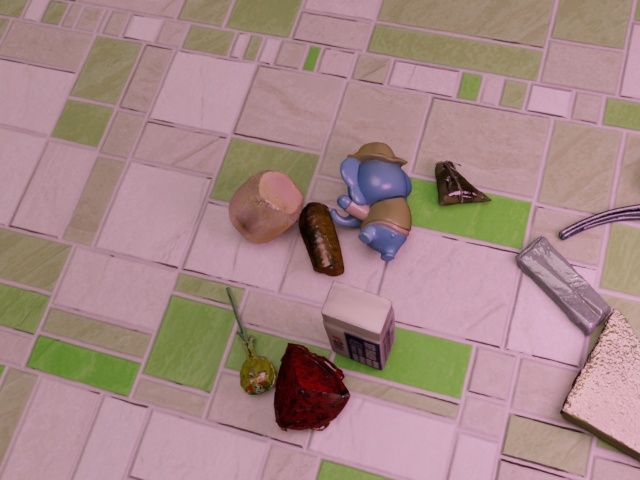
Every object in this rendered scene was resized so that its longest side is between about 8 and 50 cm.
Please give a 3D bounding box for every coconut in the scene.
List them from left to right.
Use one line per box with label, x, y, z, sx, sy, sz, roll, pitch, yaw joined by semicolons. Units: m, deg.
coconut;-0.127;-0.074;1.811;0.147;0.152;0.147;17;57;-29

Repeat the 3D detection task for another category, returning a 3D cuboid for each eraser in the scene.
eraser;0.079;0.175;1.602;0.124;0.279;0.081;20;71;14

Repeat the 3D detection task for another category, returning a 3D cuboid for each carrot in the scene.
carrot;0.000;0.000;1.795;0.082;0.082;0.173;-13;67;2

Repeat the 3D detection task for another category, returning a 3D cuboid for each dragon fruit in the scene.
dragon fruit;-0.030;0.308;1.680;0.127;0.120;0.161;-55;34;27

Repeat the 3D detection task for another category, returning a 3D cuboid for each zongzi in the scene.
zongzi;0.321;-0.133;1.825;0.119;0.055;0.109;-3;65;-6

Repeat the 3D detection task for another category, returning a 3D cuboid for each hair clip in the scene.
hair clip;0.655;-0.045;1.750;0.275;0.048;0.083;-10;65;9

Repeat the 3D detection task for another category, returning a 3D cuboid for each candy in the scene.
candy;-0.163;0.213;1.745;0.077;0.073;0.262;-12;58;-18

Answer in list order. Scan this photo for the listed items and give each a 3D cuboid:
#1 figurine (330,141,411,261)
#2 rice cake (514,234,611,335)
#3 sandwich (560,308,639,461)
figurine;0.119;-0.094;1.780;0.179;0.154;0.262;11;64;-3
rice cake;0.517;0.094;1.707;0.085;0.040;0.226;-36;67;-8
sandwich;0.623;0.295;1.603;0.212;0.063;0.245;30;75;14
